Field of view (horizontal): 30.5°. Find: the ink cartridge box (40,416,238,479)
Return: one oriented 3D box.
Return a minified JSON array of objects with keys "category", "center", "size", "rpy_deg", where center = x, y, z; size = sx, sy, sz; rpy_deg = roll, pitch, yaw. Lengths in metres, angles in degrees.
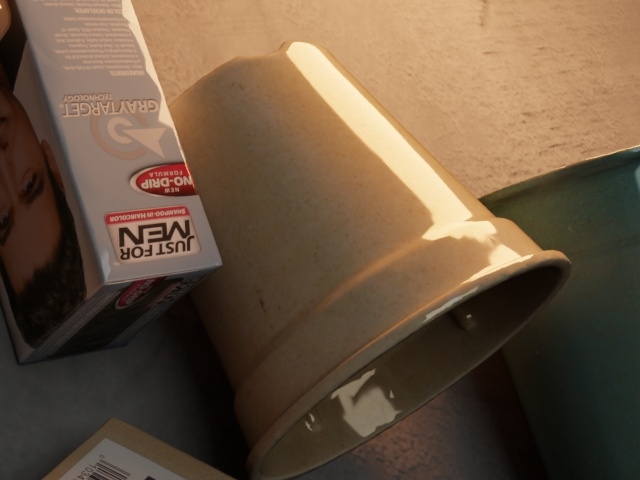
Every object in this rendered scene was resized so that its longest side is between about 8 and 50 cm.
[{"category":"ink cartridge box","center":[-0.142,0.254,0.859],"size":[0.193,0.088,0.235],"rpy_deg":[23,30,14]}]

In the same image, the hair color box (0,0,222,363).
[{"category":"hair color box","center":[-0.230,-0.104,1.014],"size":[0.114,0.185,0.374],"rpy_deg":[-9,71,-39]}]

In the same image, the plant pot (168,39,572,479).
[{"category":"plant pot","center":[0.000,0.000,1.061],"size":[0.334,0.334,0.305],"rpy_deg":[-19,67,-41]}]

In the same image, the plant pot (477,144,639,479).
[{"category":"plant pot","center":[0.331,0.099,1.232],"size":[0.341,0.341,0.334],"rpy_deg":[-5,76,-37]}]
